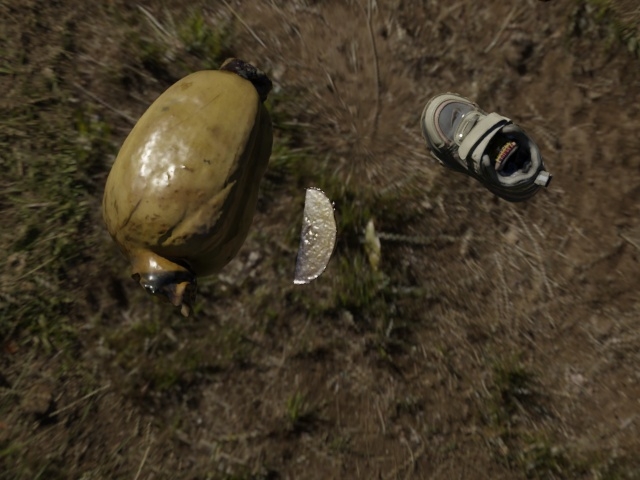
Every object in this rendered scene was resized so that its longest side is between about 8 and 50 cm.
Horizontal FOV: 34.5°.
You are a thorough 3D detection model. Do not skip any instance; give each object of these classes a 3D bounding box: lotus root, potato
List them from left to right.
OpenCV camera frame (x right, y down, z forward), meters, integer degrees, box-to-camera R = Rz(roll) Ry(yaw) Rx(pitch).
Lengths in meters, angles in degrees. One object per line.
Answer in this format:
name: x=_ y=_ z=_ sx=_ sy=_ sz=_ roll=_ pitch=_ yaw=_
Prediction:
lotus root: x=-0.126 y=-0.056 z=0.993 sx=0.140 sy=0.154 sz=0.257 roll=17 pitch=69 yaw=15
potato: x=0.001 y=0.000 z=0.977 sx=0.037 sy=0.036 sz=0.093 roll=4 pitch=79 yaw=16

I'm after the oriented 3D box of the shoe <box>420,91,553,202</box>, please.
shoe: x=0.204 y=-0.112 z=1.262 sx=0.180 sy=0.092 sz=0.089 roll=36 pitch=90 yaw=-5
